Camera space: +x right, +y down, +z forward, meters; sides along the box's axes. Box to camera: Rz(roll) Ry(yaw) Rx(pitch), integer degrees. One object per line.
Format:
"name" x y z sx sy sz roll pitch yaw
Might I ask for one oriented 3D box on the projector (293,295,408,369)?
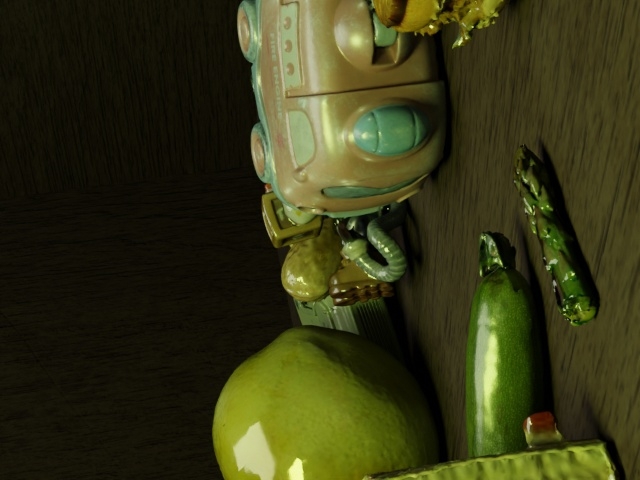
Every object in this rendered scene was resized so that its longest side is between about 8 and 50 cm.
"projector" 0.032 0.122 1.996 0.269 0.088 0.194 -177 68 -75

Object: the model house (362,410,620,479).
"model house" 0.135 0.263 1.016 0.160 0.196 0.254 103 159 -78

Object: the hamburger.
"hamburger" 0.093 -0.263 1.100 0.191 0.118 0.182 -113 19 -55

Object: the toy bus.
"toy bus" 0.037 -0.169 1.450 0.232 0.197 0.294 -168 72 -72

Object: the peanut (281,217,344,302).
"peanut" 0.000 0.000 1.912 0.226 0.108 0.095 -76 -19 -44

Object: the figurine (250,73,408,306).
"figurine" 0.004 -0.106 1.783 0.261 0.186 0.382 120 141 -74

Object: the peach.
"peach" 0.010 0.266 1.744 0.315 0.281 0.314 -173 61 -84

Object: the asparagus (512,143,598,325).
"asparagus" 0.177 -0.009 1.046 0.036 0.030 0.165 49 -157 -54

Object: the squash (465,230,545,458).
"squash" 0.162 0.153 1.185 0.080 0.071 0.319 -119 22 -75
